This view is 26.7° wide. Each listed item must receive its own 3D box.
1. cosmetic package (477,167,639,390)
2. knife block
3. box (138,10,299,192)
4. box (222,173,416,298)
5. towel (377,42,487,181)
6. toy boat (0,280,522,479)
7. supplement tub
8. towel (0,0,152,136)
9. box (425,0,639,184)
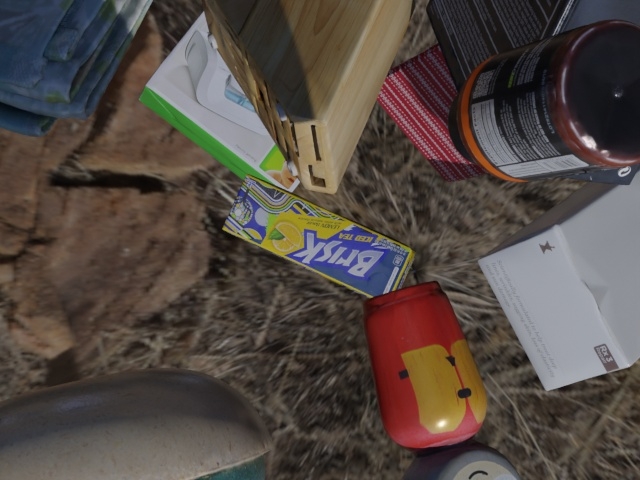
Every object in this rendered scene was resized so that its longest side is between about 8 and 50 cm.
[{"bbox_3d":[0.418,0.026,1.894,0.156,0.385,0.217,-26,91,47],"label":"cosmetic package"},{"bbox_3d":[0.035,-0.196,1.082,0.242,0.088,0.276,-25,54,-10],"label":"knife block"},{"bbox_3d":[-0.093,-0.225,1.982,0.262,0.127,0.231,38,79,-7],"label":"box"},{"bbox_3d":[0.000,0.000,1.237,0.169,0.054,0.059,24,91,10],"label":"box"},{"bbox_3d":[0.184,-0.174,1.834,0.031,0.275,0.199,-45,101,-21],"label":"towel"},{"bbox_3d":[-0.057,0.133,0.716,0.318,0.267,0.148,-17,83,12],"label":"toy boat"},{"bbox_3d":[0.172,-0.099,1.012,0.106,0.198,0.106,1,88,-22],"label":"supplement tub"},{"bbox_3d":[-0.289,-0.267,1.074,0.374,0.090,0.320,20,65,13],"label":"towel"},{"bbox_3d":[0.268,-0.265,1.402,0.182,0.296,0.294,5,133,-18],"label":"box"}]
